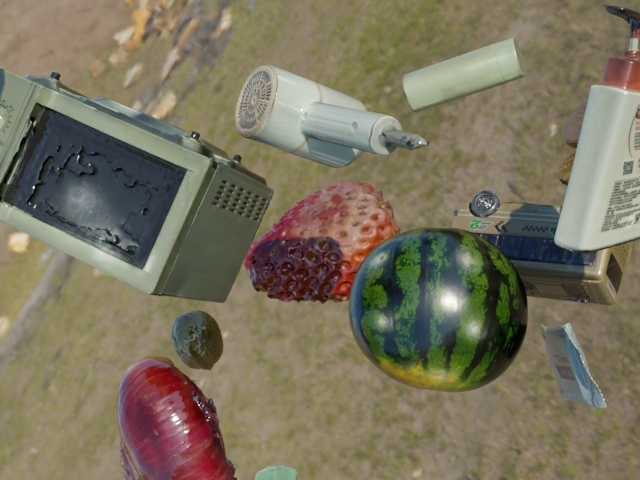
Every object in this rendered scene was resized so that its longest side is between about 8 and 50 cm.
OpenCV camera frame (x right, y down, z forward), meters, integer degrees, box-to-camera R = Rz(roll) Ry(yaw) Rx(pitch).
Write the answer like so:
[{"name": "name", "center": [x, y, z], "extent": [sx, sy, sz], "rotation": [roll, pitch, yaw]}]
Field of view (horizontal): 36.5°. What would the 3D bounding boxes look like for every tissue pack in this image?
[{"name": "tissue pack", "center": [0.356, 0.176, 1.388], "extent": [0.026, 0.122, 0.193], "rotation": [-18, -6, -1]}]

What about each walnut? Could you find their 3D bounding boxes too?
[{"name": "walnut", "center": [-0.242, 0.198, 1.910], "extent": [0.105, 0.124, 0.105], "rotation": [-28, -4, -2]}]

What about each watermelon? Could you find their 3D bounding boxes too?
[{"name": "watermelon", "center": [0.174, 0.102, 1.428], "extent": [0.269, 0.269, 0.269], "rotation": [-45, 28, 32]}]

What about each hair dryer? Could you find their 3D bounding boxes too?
[{"name": "hair dryer", "center": [0.040, -0.141, 1.253], "extent": [0.357, 0.173, 0.107], "rotation": [26, 100, 57]}]

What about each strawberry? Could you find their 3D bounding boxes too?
[{"name": "strawberry", "center": [0.000, 0.000, 2.042], "extent": [0.149, 0.336, 0.265], "rotation": [84, 164, -63]}]

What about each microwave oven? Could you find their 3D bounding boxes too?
[{"name": "microwave oven", "center": [-0.284, -0.081, 1.377], "extent": [0.218, 0.355, 0.286], "rotation": [-67, -18, 2]}]

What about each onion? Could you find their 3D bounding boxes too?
[{"name": "onion", "center": [-0.221, 0.293, 1.456], "extent": [0.161, 0.248, 0.248], "rotation": [-35, 8, -34]}]

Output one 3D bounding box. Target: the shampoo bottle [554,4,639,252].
[{"name": "shampoo bottle", "center": [0.356, -0.135, 1.154], "extent": [0.071, 0.153, 0.284], "rotation": [23, 117, 51]}]

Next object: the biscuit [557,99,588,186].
[{"name": "biscuit", "center": [0.458, -0.144, 1.502], "extent": [0.197, 0.049, 0.301], "rotation": [-41, 24, 14]}]

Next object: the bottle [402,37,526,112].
[{"name": "bottle", "center": [0.246, -0.283, 1.666], "extent": [0.202, 0.072, 0.072], "rotation": [-16, 43, 22]}]

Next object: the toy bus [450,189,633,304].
[{"name": "toy bus", "center": [0.360, 0.018, 1.628], "extent": [0.290, 0.139, 0.157], "rotation": [6, 66, 31]}]

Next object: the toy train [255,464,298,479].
[{"name": "toy train", "center": [-0.057, 0.406, 1.314], "extent": [0.194, 0.081, 0.125], "rotation": [-94, -1, -56]}]
